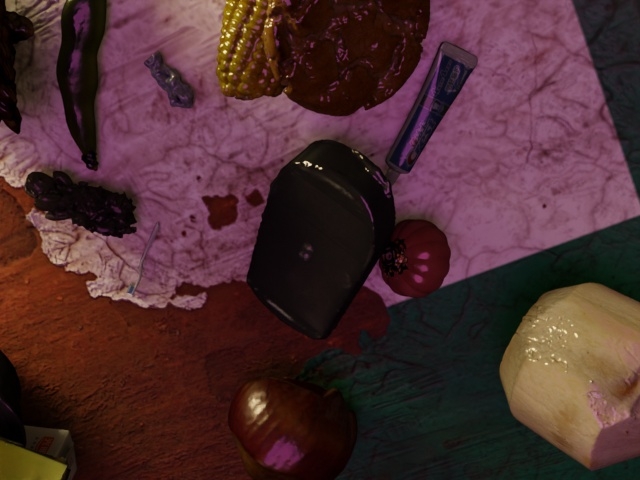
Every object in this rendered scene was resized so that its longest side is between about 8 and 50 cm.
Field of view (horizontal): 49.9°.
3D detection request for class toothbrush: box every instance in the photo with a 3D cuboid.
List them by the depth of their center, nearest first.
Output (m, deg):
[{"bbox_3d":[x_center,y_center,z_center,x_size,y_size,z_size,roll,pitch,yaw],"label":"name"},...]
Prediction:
[{"bbox_3d":[-0.263,0.028,1.024,0.013,0.011,0.131,17,115,-23],"label":"toothbrush"}]

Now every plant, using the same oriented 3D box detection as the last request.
[{"bbox_3d":[-0.342,-0.052,0.969,0.174,0.087,0.085,22,138,3],"label":"plant"}]

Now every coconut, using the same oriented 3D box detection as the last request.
[{"bbox_3d":[0.361,0.174,0.884,0.241,0.241,0.241,3,113,6],"label":"coconut"}]

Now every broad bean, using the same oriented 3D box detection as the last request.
[{"bbox_3d":[-0.316,-0.233,0.905,0.060,0.043,0.297,8,115,-8],"label":"broad bean"}]

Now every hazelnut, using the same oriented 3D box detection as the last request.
[{"bbox_3d":[-0.041,0.295,1.043,0.170,0.160,0.202,-17,147,26],"label":"hazelnut"}]

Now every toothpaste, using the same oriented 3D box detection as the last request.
[{"bbox_3d":[0.132,-0.156,0.886,0.057,0.035,0.197,20,113,-19],"label":"toothpaste"}]

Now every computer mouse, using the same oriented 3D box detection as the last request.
[{"bbox_3d":[0.003,-0.002,0.931,0.168,0.087,0.295,38,128,16],"label":"computer mouse"}]

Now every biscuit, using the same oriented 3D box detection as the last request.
[{"bbox_3d":[0.037,-0.244,0.797,0.226,0.042,0.226,-17,130,-21],"label":"biscuit"}]

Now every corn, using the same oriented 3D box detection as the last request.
[{"bbox_3d":[-0.038,-0.333,0.787,0.120,0.120,0.363,22,112,-2],"label":"corn"}]

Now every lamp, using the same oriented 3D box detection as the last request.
[{"bbox_3d":[0.126,0.024,0.925,0.092,0.107,0.107,5,120,-38],"label":"lamp"}]

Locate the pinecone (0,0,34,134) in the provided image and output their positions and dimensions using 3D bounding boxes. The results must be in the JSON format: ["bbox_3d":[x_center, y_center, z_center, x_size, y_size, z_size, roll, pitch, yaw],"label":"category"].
[{"bbox_3d":[-0.501,-0.252,0.812,0.296,0.242,0.298,2,119,4],"label":"pinecone"}]

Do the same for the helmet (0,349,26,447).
[{"bbox_3d":[-0.569,0.232,1.066,0.279,0.160,0.230,18,116,-8],"label":"helmet"}]

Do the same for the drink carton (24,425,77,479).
[{"bbox_3d":[-0.580,0.379,1.142,0.315,0.130,0.106,5,123,4],"label":"drink carton"}]

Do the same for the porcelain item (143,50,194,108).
[{"bbox_3d":[-0.197,-0.209,0.909,0.036,0.028,0.083,-25,109,34],"label":"porcelain item"}]

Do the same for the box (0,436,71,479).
[{"bbox_3d":[-0.600,0.433,1.020,0.373,0.138,0.420,21,123,-7],"label":"box"}]
